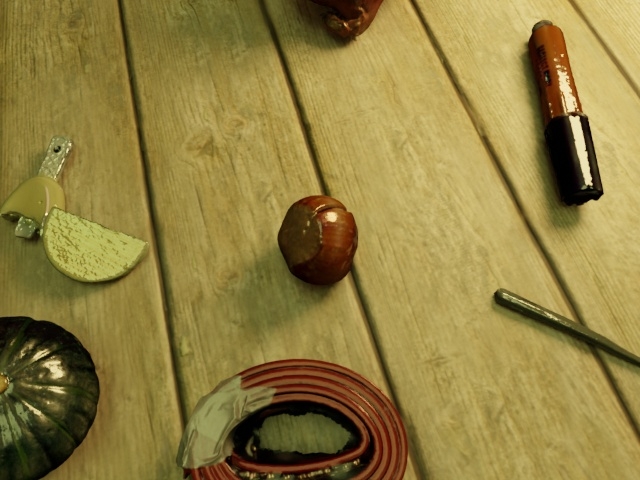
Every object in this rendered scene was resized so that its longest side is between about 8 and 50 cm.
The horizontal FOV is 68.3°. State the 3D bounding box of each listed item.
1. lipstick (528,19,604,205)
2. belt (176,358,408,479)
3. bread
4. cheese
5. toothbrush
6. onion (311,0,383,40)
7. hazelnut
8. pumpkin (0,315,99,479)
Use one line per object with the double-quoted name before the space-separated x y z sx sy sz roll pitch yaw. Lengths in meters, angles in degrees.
"lipstick" 0.463 -0.260 0.908 0.077 0.077 0.418 -1 65 4
"belt" -0.040 0.291 0.688 0.324 0.115 0.227 2 65 3
"bread" -0.423 0.023 0.865 0.193 0.036 0.112 20 75 -1
"cheese" -0.542 -0.105 0.929 0.127 0.050 0.235 7 69 8
"toothbrush" 0.425 0.148 0.761 0.297 0.030 0.030 25 45 16
"onion" 0.055 -0.633 0.960 0.353 0.353 0.354 -2 67 4
"hazelnut" 0.000 0.000 0.808 0.143 0.143 0.154 -7 74 1
"pumpkin" -0.459 0.239 0.696 0.250 0.216 0.250 12 39 -10
